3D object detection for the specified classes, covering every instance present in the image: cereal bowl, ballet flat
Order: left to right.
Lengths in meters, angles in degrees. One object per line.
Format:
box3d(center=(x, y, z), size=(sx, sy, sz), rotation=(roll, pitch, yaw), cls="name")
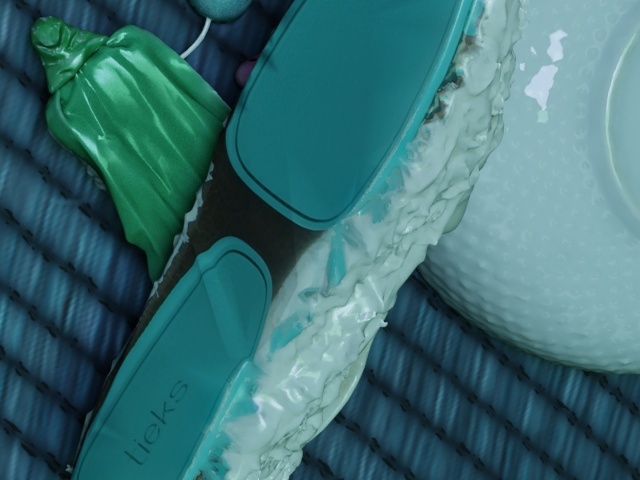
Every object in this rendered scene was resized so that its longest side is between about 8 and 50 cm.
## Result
box3d(center=(0.000, 0.000, 1.008), size=(0.147, 0.147, 0.409), rotation=(26, 107, -20), cls="ballet flat")
box3d(center=(0.208, -0.079, 1.112), size=(0.339, 0.141, 0.339), rotation=(-2, 97, -18), cls="cereal bowl")

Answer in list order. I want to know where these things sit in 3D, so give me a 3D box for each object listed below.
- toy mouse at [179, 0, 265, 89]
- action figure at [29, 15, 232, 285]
box3d(center=(-0.027, -0.127, 1.077), size=(0.143, 0.031, 0.161), rotation=(-22, 97, -12), cls="toy mouse")
box3d(center=(-0.080, -0.040, 1.060), size=(0.137, 0.063, 0.232), rotation=(-44, 112, -7), cls="action figure")
